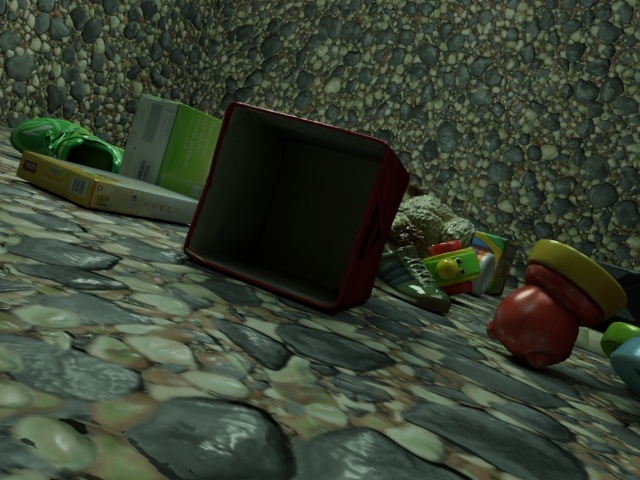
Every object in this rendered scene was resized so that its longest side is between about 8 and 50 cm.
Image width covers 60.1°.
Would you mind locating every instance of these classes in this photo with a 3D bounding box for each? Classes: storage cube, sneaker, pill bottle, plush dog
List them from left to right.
[{"bbox_3d":[-0.521,-0.192,1.160,0.296,0.109,0.123,19,0,7],"label":"sneaker"},{"bbox_3d":[-0.014,-0.034,0.670,0.215,0.183,0.193,18,2,16],"label":"storage cube"},{"bbox_3d":[0.199,-0.023,1.327,0.226,0.210,0.262,-21,-5,-35],"label":"plush dog"},{"bbox_3d":[0.141,0.050,0.912,0.064,0.086,0.192,15,5,-40],"label":"sneaker"},{"bbox_3d":[0.348,0.061,1.504,0.221,0.121,0.121,20,4,32],"label":"pill bottle"}]

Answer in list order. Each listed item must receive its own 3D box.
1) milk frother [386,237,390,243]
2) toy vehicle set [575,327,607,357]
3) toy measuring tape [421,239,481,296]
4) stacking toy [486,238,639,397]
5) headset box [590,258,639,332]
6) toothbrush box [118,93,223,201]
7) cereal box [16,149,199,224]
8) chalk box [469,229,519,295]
[{"bbox_3d":[0.025,-0.059,0.821,0.143,0.134,0.129,-3,2,-6],"label":"milk frother"},{"bbox_3d":[0.559,0.202,1.062,0.267,0.035,0.166,21,4,35],"label":"toy vehicle set"},{"bbox_3d":[0.279,0.063,1.197,0.122,0.121,0.330,19,-2,10],"label":"toy measuring tape"},{"bbox_3d":[0.350,0.156,0.599,0.279,0.130,0.309,45,-4,-23],"label":"stacking toy"},{"bbox_3d":[0.595,0.139,1.210,0.218,0.110,0.293,20,-11,35],"label":"headset box"},{"bbox_3d":[-0.266,-0.161,1.175,0.122,0.206,0.283,20,3,28],"label":"toothbrush box"},{"bbox_3d":[-0.323,-0.078,0.887,0.173,0.047,0.240,20,4,28],"label":"cereal box"},{"bbox_3d":[0.462,0.048,1.801,0.289,0.179,0.180,20,4,30],"label":"chalk box"}]
